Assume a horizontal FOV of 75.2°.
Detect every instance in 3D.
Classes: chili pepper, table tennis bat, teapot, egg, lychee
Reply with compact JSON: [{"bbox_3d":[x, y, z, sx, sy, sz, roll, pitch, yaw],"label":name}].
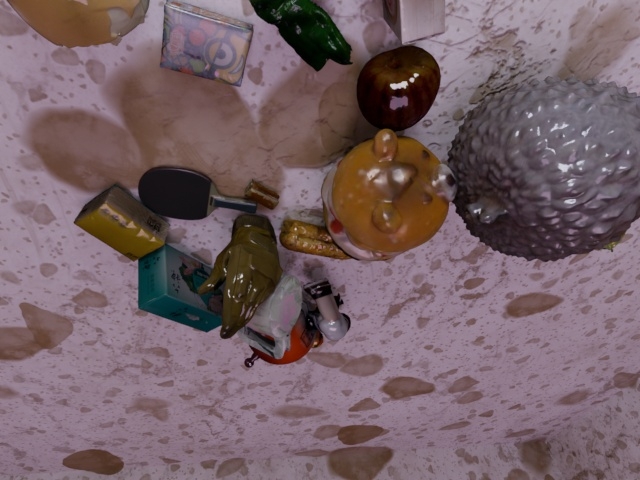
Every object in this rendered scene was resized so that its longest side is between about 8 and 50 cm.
[{"bbox_3d":[-0.024,-0.361,0.719,0.098,0.061,0.224,-10,158,36],"label":"chili pepper"},{"bbox_3d":[-0.287,-0.101,0.988,0.274,0.021,0.154,8,133,-16],"label":"table tennis bat"},{"bbox_3d":[-0.147,0.180,1.110,0.178,0.163,0.221,9,134,25],"label":"teapot"},{"bbox_3d":[-0.347,-0.392,0.561,0.201,0.201,0.244,-21,126,10],"label":"egg"},{"bbox_3d":[0.463,-0.143,0.841,0.432,0.380,0.380,-29,137,-16],"label":"lychee"}]

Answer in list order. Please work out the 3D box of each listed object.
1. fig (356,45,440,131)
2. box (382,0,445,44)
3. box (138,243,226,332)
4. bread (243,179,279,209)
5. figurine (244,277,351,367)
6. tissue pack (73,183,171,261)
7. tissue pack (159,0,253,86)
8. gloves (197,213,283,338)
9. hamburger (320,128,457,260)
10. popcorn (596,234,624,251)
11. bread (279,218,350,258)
[{"bbox_3d":[0.141,-0.271,0.808,0.149,0.148,0.202,-10,130,-29],"label":"fig"},{"bbox_3d":[0.141,-0.438,0.657,0.081,0.135,0.199,-15,134,5],"label":"box"},{"bbox_3d":[-0.347,0.130,1.078,0.092,0.153,0.245,-26,146,15],"label":"box"},{"bbox_3d":[-0.140,-0.107,0.998,0.083,0.036,0.047,27,125,-29],"label":"bread"},{"bbox_3d":[-0.083,0.261,1.257,0.323,0.196,0.320,-21,129,11],"label":"figurine"},{"bbox_3d":[-0.459,-0.035,0.971,0.120,0.082,0.169,-25,133,22],"label":"tissue pack"},{"bbox_3d":[-0.201,-0.345,0.734,0.148,0.060,0.109,9,131,-20],"label":"tissue pack"},{"bbox_3d":[-0.170,0.070,0.960,0.141,0.331,0.154,-20,129,19],"label":"gloves"},{"bbox_3d":[0.141,-0.097,0.861,0.276,0.276,0.237,-2,168,-9],"label":"hamburger"},{"bbox_3d":[0.733,-0.057,1.128,0.198,0.198,0.212,-38,163,25],"label":"popcorn"},{"bbox_3d":[0.000,0.000,1.076,0.211,0.114,0.083,10,90,-20],"label":"bread"}]
